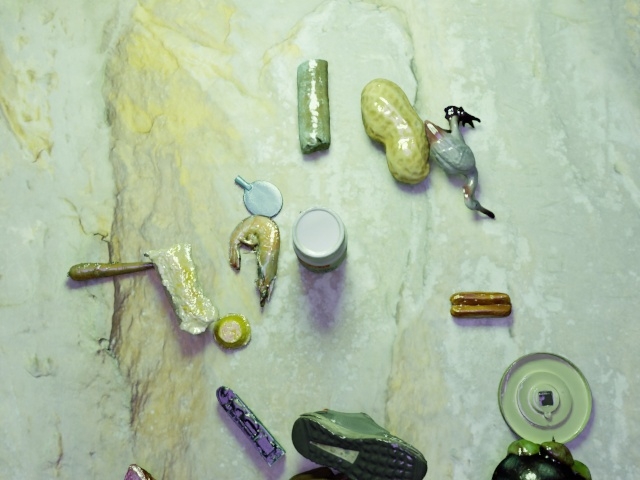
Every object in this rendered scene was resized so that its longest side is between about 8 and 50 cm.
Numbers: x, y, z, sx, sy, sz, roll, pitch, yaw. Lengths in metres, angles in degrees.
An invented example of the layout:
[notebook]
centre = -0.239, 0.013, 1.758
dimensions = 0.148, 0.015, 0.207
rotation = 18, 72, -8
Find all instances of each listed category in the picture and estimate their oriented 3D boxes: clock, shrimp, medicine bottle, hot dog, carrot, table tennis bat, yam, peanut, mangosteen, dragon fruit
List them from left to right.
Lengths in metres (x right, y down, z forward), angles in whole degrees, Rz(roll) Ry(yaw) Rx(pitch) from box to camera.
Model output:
[carrot]
centre = -0.548, 0.076, 1.698
dimensions = 0.254, 0.049, 0.049
rotation = -5, 78, -4
[dragon fruit]
centre = -0.443, 0.632, 1.558
dimensions = 0.096, 0.102, 0.147
rotation = 17, 75, 2
[shrimp]
centre = -0.175, 0.052, 1.696
dimensions = 0.143, 0.052, 0.251
rotation = -5, 72, 12
[table tennis bat]
centre = -0.173, -0.125, 1.743
dimensions = 0.155, 0.019, 0.100
rotation = 37, 82, 6
[yam]
centre = -0.018, -0.368, 1.754
dimensions = 0.093, 0.093, 0.259
rotation = -3, 79, 1
[medicine bottle]
centre = 0.000, 0.000, 1.595
dimensions = 0.144, 0.252, 0.145
rotation = 0, 79, -1
[peanut]
centre = 0.205, -0.296, 1.718
dimensions = 0.147, 0.147, 0.306
rotation = -31, 84, -5
[hot dog]
centre = 0.420, 0.168, 1.657
dimensions = 0.165, 0.045, 0.071
rotation = -1, 77, 1
[mangosteen]
centre = 0.516, 0.585, 1.492
dimensions = 0.242, 0.243, 0.243
rotation = 0, 78, 1
[clock]
centre = 0.570, 0.401, 1.614
dimensions = 0.235, 0.029, 0.235
rotation = 0, 79, 1

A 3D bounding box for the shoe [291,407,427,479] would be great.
[shoe]
centre = 0.109, 0.489, 1.533
dimensions = 0.336, 0.171, 0.132
rotation = 12, 100, 26

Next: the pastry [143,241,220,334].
[pastry]
centre = -0.352, 0.123, 1.660
dimensions = 0.121, 0.089, 0.258
rotation = -27, 80, -8

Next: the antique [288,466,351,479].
[antique]
centre = 0.030, 0.612, 1.528
dimensions = 0.256, 0.143, 0.121
rotation = -2, 77, -2

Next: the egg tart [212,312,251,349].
[egg tart]
centre = -0.233, 0.238, 1.660
dimensions = 0.105, 0.039, 0.105
rotation = 0, 81, 1

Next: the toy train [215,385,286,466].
[toy train]
centre = -0.180, 0.461, 1.607
dimensions = 0.052, 0.051, 0.234
rotation = -42, 77, -7

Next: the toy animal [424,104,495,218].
[toy animal]
centre = 0.370, -0.217, 1.687
dimensions = 0.195, 0.090, 0.324
rotation = -3, 77, -31
